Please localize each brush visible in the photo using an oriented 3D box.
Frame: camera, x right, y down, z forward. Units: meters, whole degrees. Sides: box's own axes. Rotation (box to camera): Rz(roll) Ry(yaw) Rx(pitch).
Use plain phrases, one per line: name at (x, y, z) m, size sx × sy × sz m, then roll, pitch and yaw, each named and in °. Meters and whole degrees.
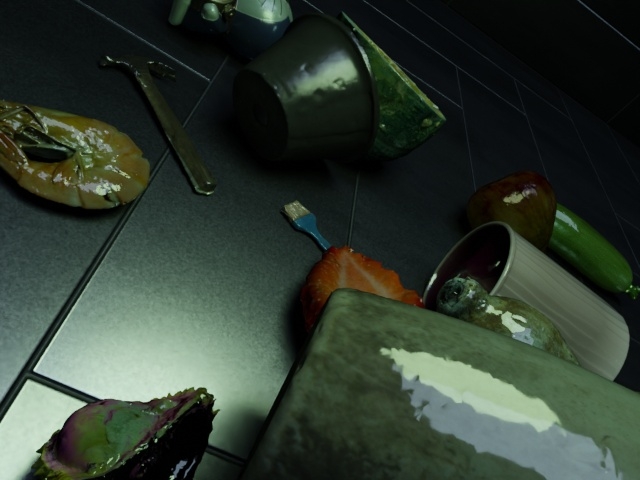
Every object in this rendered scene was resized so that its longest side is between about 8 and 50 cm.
brush at (0.000, 0.000, 0.916) m, size 0.164 × 0.014 × 0.051 m, roll 49°, pitch 39°, yaw 10°

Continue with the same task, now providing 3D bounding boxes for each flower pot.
flower pot at (0.113, 0.206, 0.530) m, size 0.330 × 0.293 × 0.293 m, roll 28°, pitch 37°, yaw 3°
flower pot at (-0.043, -0.239, 0.961) m, size 0.166 × 0.269 × 0.269 m, roll -26°, pitch 71°, yaw -31°

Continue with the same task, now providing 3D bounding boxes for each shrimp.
shrimp at (-0.348, -0.116, 0.695) m, size 0.267 × 0.061 × 0.145 m, roll 25°, pitch 49°, yaw -24°

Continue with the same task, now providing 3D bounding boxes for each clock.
clock at (-0.172, -0.463, 1.132) m, size 0.244 × 0.146 × 0.199 m, roll 16°, pitch 48°, yaw -24°

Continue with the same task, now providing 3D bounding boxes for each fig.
fig at (0.423, -0.011, 1.230) m, size 0.190 × 0.191 × 0.290 m, roll -52°, pitch 133°, yaw -53°

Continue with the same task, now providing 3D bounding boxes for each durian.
durian at (-0.184, 0.200, 0.504) m, size 0.108 × 0.118 × 0.187 m, roll 10°, pitch 16°, yaw 22°

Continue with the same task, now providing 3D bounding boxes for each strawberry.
strawberry at (0.035, 0.096, 0.788) m, size 0.175 × 0.097 × 0.228 m, roll -9°, pitch 32°, yaw -26°

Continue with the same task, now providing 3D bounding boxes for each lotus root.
lotus root at (0.257, 0.194, 0.734) m, size 0.349 × 0.175 × 0.175 m, roll 58°, pitch 29°, yaw -26°

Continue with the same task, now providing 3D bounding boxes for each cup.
cup at (0.318, 0.126, 0.947) m, size 0.273 × 0.288 × 0.208 m, roll 34°, pitch 73°, yaw -10°

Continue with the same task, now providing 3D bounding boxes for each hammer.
hammer at (-0.243, -0.190, 0.886) m, size 0.125 × 0.027 × 0.297 m, roll -11°, pitch 60°, yaw -41°

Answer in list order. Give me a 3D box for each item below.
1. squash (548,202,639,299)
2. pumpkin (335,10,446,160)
squash at (0.646, 0.012, 1.398) m, size 0.395 × 0.107 × 0.107 m, roll 39°, pitch 37°, yaw -4°
pumpkin at (0.088, -0.282, 1.138) m, size 0.263 × 0.197 × 0.292 m, roll 23°, pitch 31°, yaw -43°
